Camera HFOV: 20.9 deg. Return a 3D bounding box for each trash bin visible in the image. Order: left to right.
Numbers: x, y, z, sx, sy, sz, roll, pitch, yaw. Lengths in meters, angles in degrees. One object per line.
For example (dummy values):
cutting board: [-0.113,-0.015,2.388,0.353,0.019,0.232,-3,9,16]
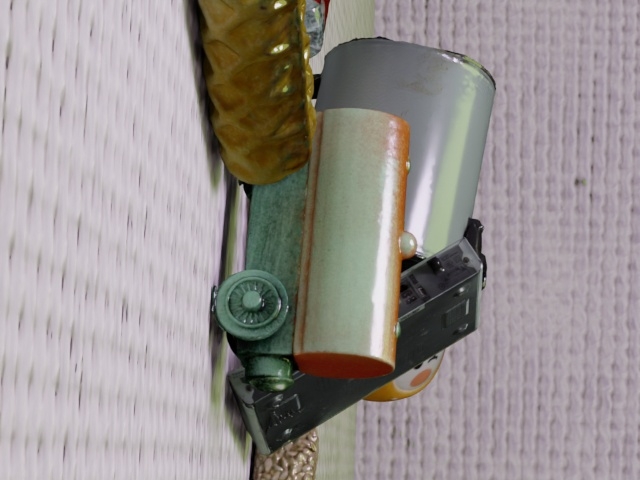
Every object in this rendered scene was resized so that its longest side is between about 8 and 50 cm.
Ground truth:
trash bin: [0.085,-0.084,2.115,0.217,0.277,0.262,69,32,-70]

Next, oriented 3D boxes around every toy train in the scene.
toy train: [0.000,0.000,1.578,0.116,0.177,0.285,79,15,-67]

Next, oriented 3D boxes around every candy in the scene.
candy: [-0.018,-0.270,1.926,0.292,0.059,0.086,-80,174,-54]

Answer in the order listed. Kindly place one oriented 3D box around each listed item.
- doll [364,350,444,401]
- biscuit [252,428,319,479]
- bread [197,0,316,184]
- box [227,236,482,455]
doll: [0.049,0.115,2.307,0.236,0.213,0.213,-11,108,-41]
biscuit: [-0.041,0.275,1.840,0.082,0.070,0.168,74,21,-63]
bread: [-0.051,-0.147,1.438,0.269,0.087,0.098,85,8,-53]
box: [0.041,0.110,1.722,0.045,0.270,0.211,57,-10,21]
